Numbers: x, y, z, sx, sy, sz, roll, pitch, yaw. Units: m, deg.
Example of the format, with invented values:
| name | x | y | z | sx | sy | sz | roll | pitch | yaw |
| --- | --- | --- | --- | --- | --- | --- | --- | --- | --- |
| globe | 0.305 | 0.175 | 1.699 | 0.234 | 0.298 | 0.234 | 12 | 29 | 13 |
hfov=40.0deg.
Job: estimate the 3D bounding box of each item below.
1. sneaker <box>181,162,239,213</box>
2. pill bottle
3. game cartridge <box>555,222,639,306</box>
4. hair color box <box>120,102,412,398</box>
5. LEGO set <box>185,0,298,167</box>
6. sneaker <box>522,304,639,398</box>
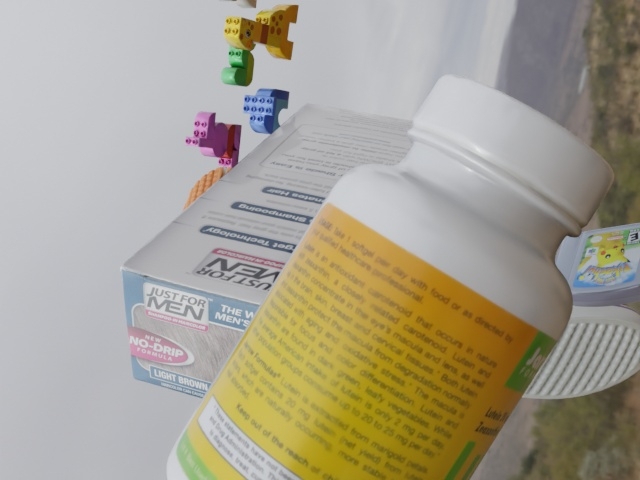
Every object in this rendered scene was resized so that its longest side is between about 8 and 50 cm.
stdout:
| name | x | y | z | sx | sy | sz | roll | pitch | yaw |
| --- | --- | --- | --- | --- | --- | --- | --- | --- | --- |
| sneaker | -0.056 | -0.039 | 1.106 | 0.121 | 0.262 | 0.099 | 47 | -140 | -41 |
| pill bottle | 0.040 | 0.047 | 0.446 | 0.245 | 0.136 | 0.136 | -59 | -9 | 3 |
| game cartridge | 0.179 | 0.015 | 0.534 | 0.017 | 0.083 | 0.056 | 45 | -127 | -30 |
| hair color box | 0.000 | 0.000 | 0.742 | 0.347 | 0.174 | 0.105 | -51 | -32 | -54 |
| LEGO set | -0.082 | -0.186 | 0.891 | 0.093 | 0.087 | 0.227 | -3 | -79 | -57 |
| sneaker | 0.172 | 0.070 | 0.858 | 0.161 | 0.282 | 0.102 | -67 | -38 | -50 |
